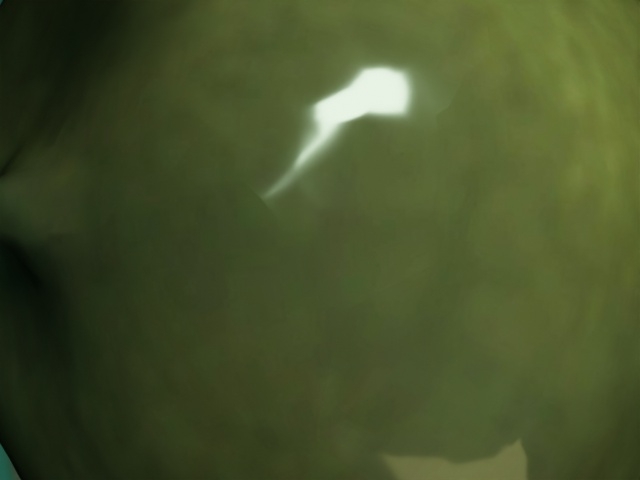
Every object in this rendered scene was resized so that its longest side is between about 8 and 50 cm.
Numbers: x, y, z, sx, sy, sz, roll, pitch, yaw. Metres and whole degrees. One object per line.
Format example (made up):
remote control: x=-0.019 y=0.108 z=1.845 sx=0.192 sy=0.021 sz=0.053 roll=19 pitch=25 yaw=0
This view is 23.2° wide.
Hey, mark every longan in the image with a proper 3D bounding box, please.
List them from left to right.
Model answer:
longan: x=0.004 y=0.001 z=0.549 sx=0.297 sy=0.297 sz=0.297 roll=-26 pitch=160 yaw=-10
